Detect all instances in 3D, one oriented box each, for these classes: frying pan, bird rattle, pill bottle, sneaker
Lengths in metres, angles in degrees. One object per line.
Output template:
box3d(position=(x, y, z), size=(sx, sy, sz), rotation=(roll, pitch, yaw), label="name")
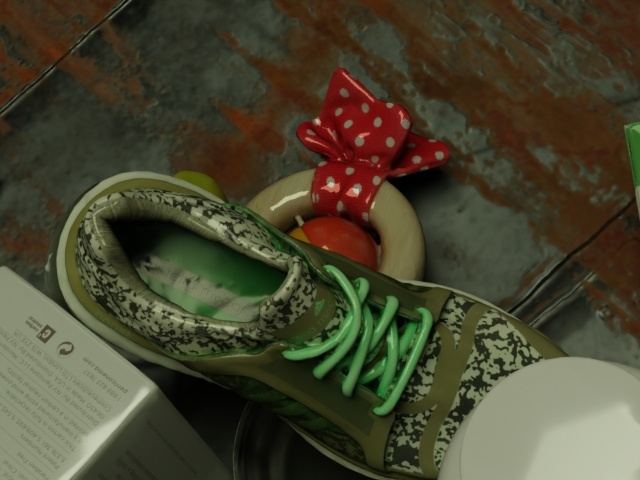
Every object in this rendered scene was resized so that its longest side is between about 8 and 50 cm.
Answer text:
box3d(position=(0.031, 0.218, 1.305), size=(0.197, 0.053, 0.326), rotation=(-6, 63, 12), label="frying pan")
box3d(position=(0.000, 0.000, 1.395), size=(0.253, 0.143, 0.207), rotation=(-24, 58, -11), label="bird rattle")
box3d(position=(0.176, 0.190, 1.125), size=(0.181, 0.323, 0.181), rotation=(-6, 63, 12), label="pill bottle")
box3d(position=(-0.003, 0.067, 1.225), size=(0.410, 0.182, 0.158), rotation=(20, 83, 0), label="sneaker")

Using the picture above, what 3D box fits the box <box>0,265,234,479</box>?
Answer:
box3d(position=(-0.253, 0.229, 1.287), size=(0.168, 0.215, 0.345), rotation=(35, 77, 27), label="box")

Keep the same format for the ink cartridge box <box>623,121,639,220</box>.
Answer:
box3d(position=(0.311, 0.008, 1.270), size=(0.153, 0.087, 0.208), rotation=(-8, 88, 13), label="ink cartridge box")
